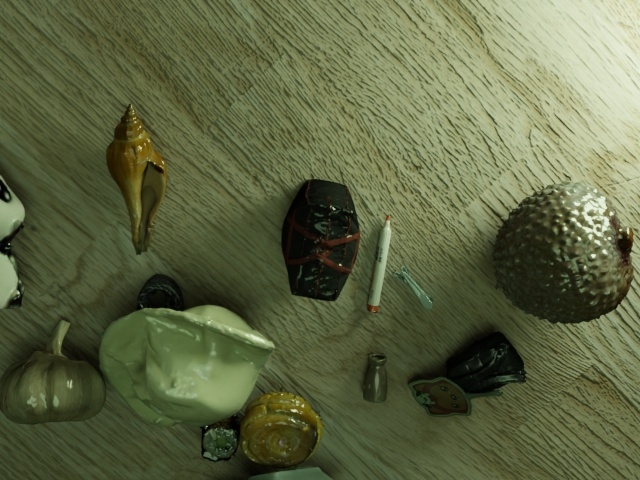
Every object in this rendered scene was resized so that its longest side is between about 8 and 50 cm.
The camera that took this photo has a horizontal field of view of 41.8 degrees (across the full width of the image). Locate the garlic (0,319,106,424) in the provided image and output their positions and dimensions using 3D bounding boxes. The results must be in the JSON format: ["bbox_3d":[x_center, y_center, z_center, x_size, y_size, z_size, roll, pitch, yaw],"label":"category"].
[{"bbox_3d":[-0.547,0.267,1.712,0.219,0.218,0.211,0,79,-6],"label":"garlic"}]

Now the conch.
[{"bbox_3d":[-0.361,-0.118,1.647,0.109,0.093,0.330,-12,131,-20],"label":"conch"}]

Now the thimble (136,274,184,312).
[{"bbox_3d":[-0.333,0.128,1.735,0.095,0.066,0.104,-29,106,2],"label":"thimble"}]

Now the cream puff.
[{"bbox_3d":[-0.082,0.403,1.818,0.189,0.129,0.189,-2,123,-4],"label":"cream puff"}]

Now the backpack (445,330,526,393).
[{"bbox_3d":[0.358,0.274,1.842,0.165,0.105,0.120,-23,114,24],"label":"backpack"}]

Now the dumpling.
[{"bbox_3d":[-0.292,0.242,1.690,0.316,0.233,0.395,33,132,-19],"label":"dumpling"}]

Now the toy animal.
[{"bbox_3d":[-0.691,-0.013,1.563,0.251,0.251,0.309,-1,100,-6],"label":"toy animal"}]

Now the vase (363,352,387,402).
[{"bbox_3d":[0.122,0.303,1.851,0.053,0.053,0.100,1,104,-7],"label":"vase"}]

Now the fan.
[{"bbox_3d":[0.300,0.343,1.840,0.220,0.009,0.132,-13,124,37],"label":"fan"}]

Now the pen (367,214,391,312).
[{"bbox_3d":[0.127,0.050,1.781,0.026,0.026,0.218,6,108,-8],"label":"pen"}]

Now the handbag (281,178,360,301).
[{"bbox_3d":[0.000,0.000,1.674,0.155,0.169,0.215,6,108,-8],"label":"handbag"}]

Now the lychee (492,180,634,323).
[{"bbox_3d":[0.489,0.022,1.692,0.300,0.300,0.299,-2,108,-6],"label":"lychee"}]

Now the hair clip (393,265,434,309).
[{"bbox_3d":[0.204,0.104,1.802,0.030,0.039,0.115,-43,105,2],"label":"hair clip"}]

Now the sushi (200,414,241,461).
[{"bbox_3d":[-0.225,0.425,1.835,0.098,0.084,0.094,18,109,-7],"label":"sushi"}]

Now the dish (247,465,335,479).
[{"bbox_3d":[-0.076,0.540,1.826,0.182,0.243,0.080,-19,72,32],"label":"dish"}]
